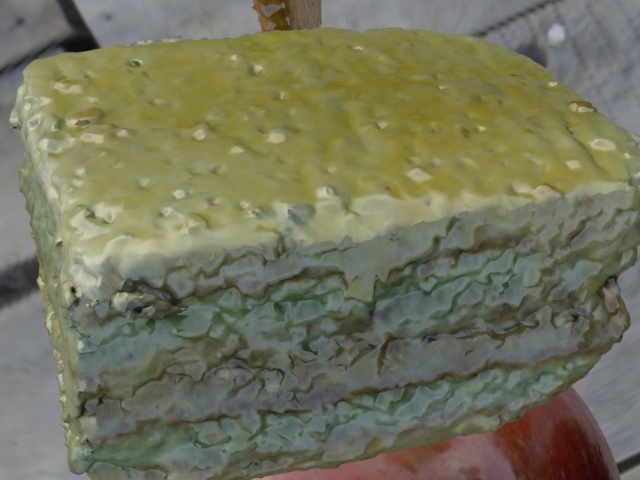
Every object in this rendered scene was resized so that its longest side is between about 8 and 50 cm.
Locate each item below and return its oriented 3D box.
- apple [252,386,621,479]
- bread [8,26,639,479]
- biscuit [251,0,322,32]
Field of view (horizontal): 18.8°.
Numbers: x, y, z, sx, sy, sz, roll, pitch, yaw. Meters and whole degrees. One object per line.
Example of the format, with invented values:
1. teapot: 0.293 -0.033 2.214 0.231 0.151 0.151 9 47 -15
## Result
1. apple: 0.040 0.200 1.306 0.277 0.348 0.348 27 84 29
2. bread: 0.000 0.000 0.648 0.196 0.102 0.138 -10 38 -15
3. biscuit: -0.030 -0.237 1.440 0.035 0.254 0.254 -3 82 7
